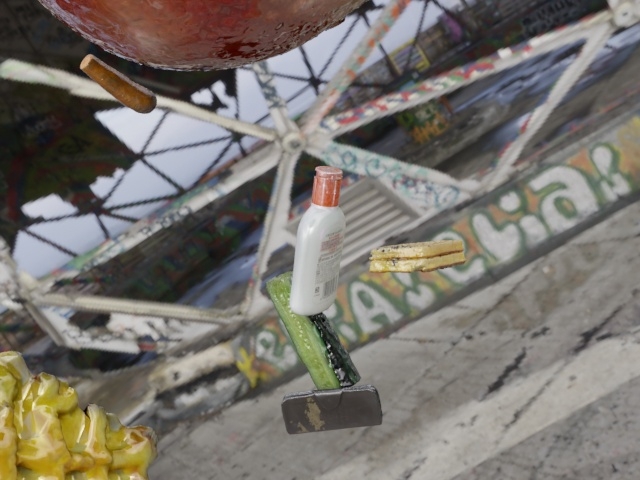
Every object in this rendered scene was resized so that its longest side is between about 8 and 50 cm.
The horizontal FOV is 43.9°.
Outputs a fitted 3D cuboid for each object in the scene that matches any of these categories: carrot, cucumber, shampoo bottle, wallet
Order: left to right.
[{"bbox_3d":[-0.223,-0.172,0.886,0.032,0.093,0.032,-27,46,33],"label":"carrot"},{"bbox_3d":[-0.008,0.145,1.298,0.062,0.211,0.078,-26,0,-44],"label":"cucumber"},{"bbox_3d":[0.000,0.000,1.196,0.051,0.220,0.108,16,20,29],"label":"shampoo bottle"},{"bbox_3d":[0.018,0.267,1.254,0.157,0.082,0.018,-6,29,5],"label":"wallet"}]

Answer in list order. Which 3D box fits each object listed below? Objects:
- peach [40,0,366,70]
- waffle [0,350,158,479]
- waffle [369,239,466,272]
[{"bbox_3d":[-0.080,-0.310,0.637,0.339,0.353,0.416,21,24,26],"label":"peach"},{"bbox_3d":[-0.194,0.235,0.501,0.062,0.329,0.329,-17,16,26],"label":"waffle"},{"bbox_3d":[0.153,0.025,1.252,0.102,0.042,0.148,-2,2,37],"label":"waffle"}]
